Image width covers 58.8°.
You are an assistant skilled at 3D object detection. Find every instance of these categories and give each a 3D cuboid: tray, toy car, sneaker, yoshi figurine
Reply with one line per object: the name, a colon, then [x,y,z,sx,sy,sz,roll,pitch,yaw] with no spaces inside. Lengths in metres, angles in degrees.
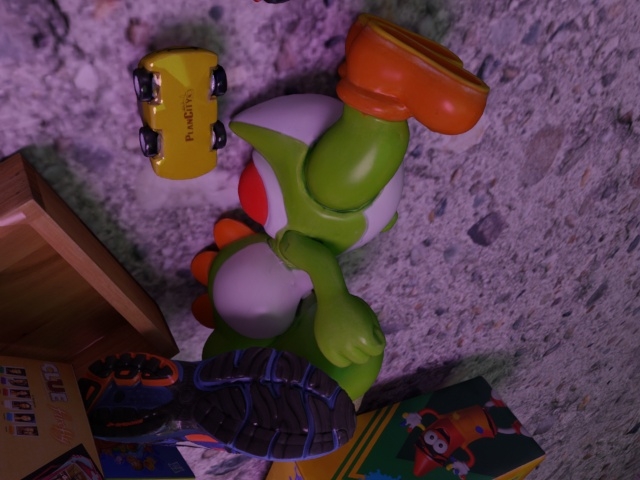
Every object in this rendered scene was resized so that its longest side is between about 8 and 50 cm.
tray: [-0.339,0.127,0.425,0.411,0.076,0.202,-32,138,-8]
toy car: [-0.109,-0.171,0.352,0.225,0.053,0.239,22,109,-44]
sneaker: [-0.080,0.132,0.461,0.221,0.083,0.087,5,156,10]
yoshi figurine: [0.025,0.009,0.502,0.204,0.203,0.362,2,126,-45]

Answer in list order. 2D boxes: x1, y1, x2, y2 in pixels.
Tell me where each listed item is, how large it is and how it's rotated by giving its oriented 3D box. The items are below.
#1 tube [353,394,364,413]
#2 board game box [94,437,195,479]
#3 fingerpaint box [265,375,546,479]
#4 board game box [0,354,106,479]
tube: [0.025,0.207,0.771,0.070,0.062,0.240,17,130,6]
board game box: [-0.287,0.307,0.453,0.233,0.078,0.347,24,97,-45]
fingerpaint box: [0.076,0.443,0.901,0.371,0.163,0.444,-8,135,-31]
board game box: [-0.199,0.158,0.315,0.165,0.243,0.042,23,109,-45]
